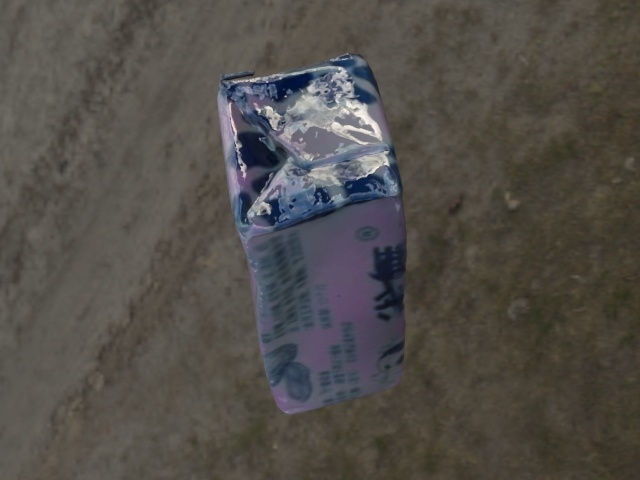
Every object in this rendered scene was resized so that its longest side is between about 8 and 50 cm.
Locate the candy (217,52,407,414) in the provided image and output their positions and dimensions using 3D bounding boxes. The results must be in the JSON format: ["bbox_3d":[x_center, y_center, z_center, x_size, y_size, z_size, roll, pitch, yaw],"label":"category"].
[{"bbox_3d":[0.000,0.000,0.512,0.160,0.073,0.092,84,174,-55],"label":"candy"}]
